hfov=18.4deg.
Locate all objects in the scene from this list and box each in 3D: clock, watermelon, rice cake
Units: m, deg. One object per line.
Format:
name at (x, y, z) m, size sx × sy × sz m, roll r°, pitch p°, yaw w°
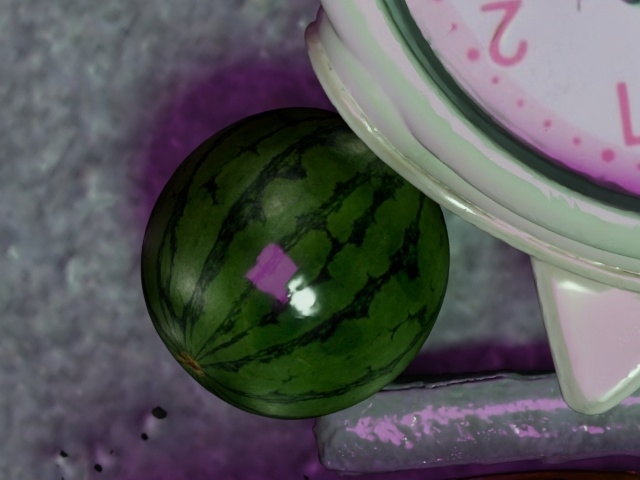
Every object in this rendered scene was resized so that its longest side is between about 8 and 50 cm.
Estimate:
clock at (0.115, -0.117, 0.566) m, size 0.265 × 0.108 × 0.324 m, roll -6°, pitch 95°, yaw 11°
watermelon at (-0.006, 0.002, 0.623) m, size 0.109 × 0.109 × 0.109 m, roll 1°, pitch 95°, yaw 16°
rice cake at (0.097, 0.053, 0.630) m, size 0.207 × 0.033 × 0.033 m, roll -6°, pitch 92°, yaw 16°

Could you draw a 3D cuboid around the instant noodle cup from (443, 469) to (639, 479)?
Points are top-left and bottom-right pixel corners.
instant noodle cup at (0.047, 0.180, 0.573) m, size 0.215 × 0.216 × 0.172 m, roll -9°, pitch 101°, yaw 16°
